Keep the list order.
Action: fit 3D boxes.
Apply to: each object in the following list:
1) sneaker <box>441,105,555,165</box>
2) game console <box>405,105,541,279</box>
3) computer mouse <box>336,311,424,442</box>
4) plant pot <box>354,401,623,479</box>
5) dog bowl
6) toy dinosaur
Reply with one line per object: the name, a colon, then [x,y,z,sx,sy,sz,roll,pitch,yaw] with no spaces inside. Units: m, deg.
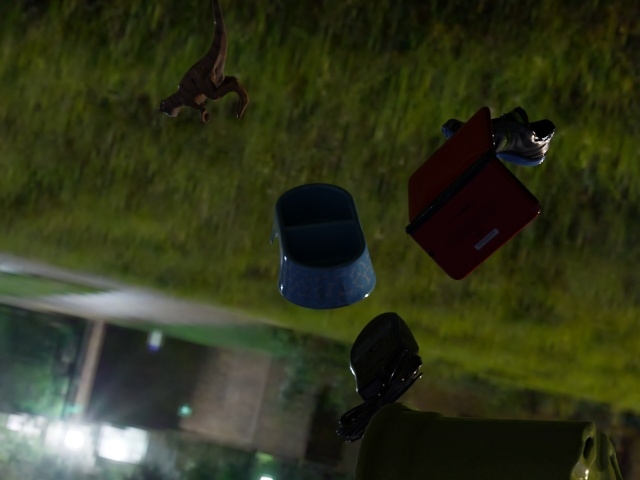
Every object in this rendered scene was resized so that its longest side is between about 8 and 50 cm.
sneaker: [0.236,-0.146,1.663,0.188,0.078,0.067,2,-142,-35]
game console: [0.166,-0.050,1.371,0.124,0.144,0.085,46,-143,1]
computer mouse: [0.108,0.215,2.054,0.072,0.188,0.272,39,-162,-15]
plant pot: [0.215,0.316,1.480,0.254,0.276,0.276,-10,165,28]
dog bowl: [0.000,0.000,2.141,0.166,0.074,0.297,-7,-146,-4]
toy dinosaur: [-0.137,-0.203,1.545,0.112,0.064,0.211,29,131,-13]
